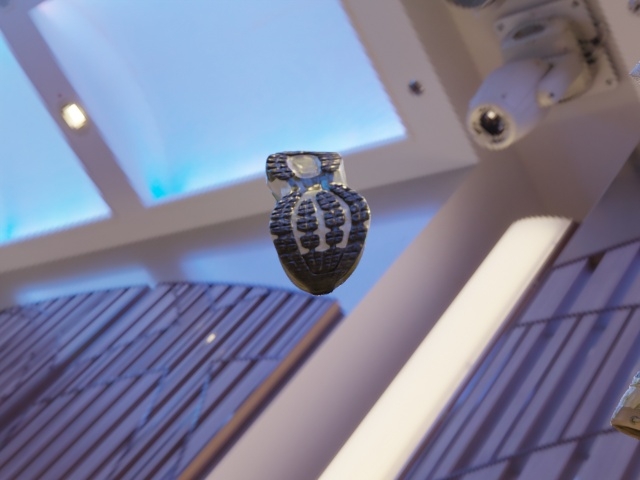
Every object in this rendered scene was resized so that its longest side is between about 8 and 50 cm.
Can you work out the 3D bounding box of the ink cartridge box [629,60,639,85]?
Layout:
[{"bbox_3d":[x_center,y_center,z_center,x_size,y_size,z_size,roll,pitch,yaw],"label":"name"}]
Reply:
[{"bbox_3d":[0.430,-0.214,1.290,0.052,0.122,0.088,38,3,-28],"label":"ink cartridge box"}]

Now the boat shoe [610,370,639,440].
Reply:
[{"bbox_3d":[0.530,0.282,1.481,0.302,0.098,0.109,29,-15,28],"label":"boat shoe"}]

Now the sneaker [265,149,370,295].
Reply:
[{"bbox_3d":[0.000,0.000,1.797,0.158,0.410,0.182,-7,-62,0],"label":"sneaker"}]
